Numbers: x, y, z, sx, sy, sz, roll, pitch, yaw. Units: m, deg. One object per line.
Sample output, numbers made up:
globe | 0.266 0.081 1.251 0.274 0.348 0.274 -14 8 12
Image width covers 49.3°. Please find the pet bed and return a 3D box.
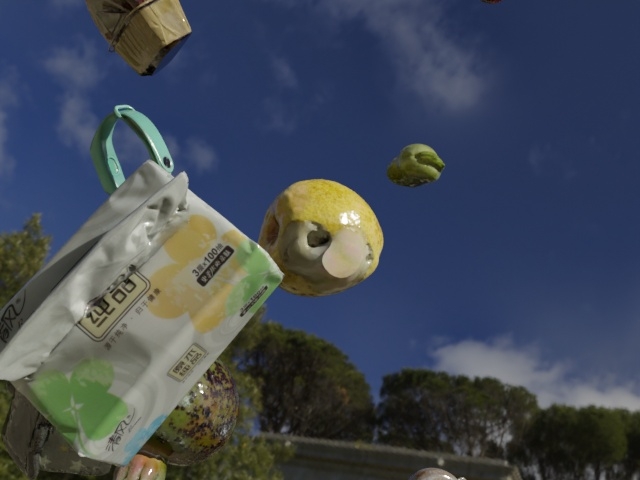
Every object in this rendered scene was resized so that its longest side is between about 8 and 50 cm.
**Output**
pet bed | -0.360 0.205 0.988 0.159 0.183 0.210 11 -67 -20

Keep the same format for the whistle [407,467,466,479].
whistle | 0.147 0.436 1.103 0.107 0.220 0.057 65 -20 2

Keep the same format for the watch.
watch | -0.452 -0.198 1.655 0.195 0.068 0.237 -16 -84 29

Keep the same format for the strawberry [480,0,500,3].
strawberry | 0.306 -0.463 1.212 0.106 0.106 0.106 16 -45 17

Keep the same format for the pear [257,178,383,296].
pear | 0.000 0.000 1.498 0.271 0.271 0.271 16 -45 17

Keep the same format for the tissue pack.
tissue pack | -0.171 0.054 0.614 0.159 0.229 0.145 37 -11 19

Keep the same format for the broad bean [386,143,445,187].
broad bean | 0.225 -0.174 1.643 0.125 0.082 0.174 12 -7 -4

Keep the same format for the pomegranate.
pomegranate | -0.313 0.374 1.396 0.285 0.340 0.285 12 -35 8

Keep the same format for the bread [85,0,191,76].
bread | -0.366 -0.441 1.367 0.212 0.142 0.224 52 -29 -11
